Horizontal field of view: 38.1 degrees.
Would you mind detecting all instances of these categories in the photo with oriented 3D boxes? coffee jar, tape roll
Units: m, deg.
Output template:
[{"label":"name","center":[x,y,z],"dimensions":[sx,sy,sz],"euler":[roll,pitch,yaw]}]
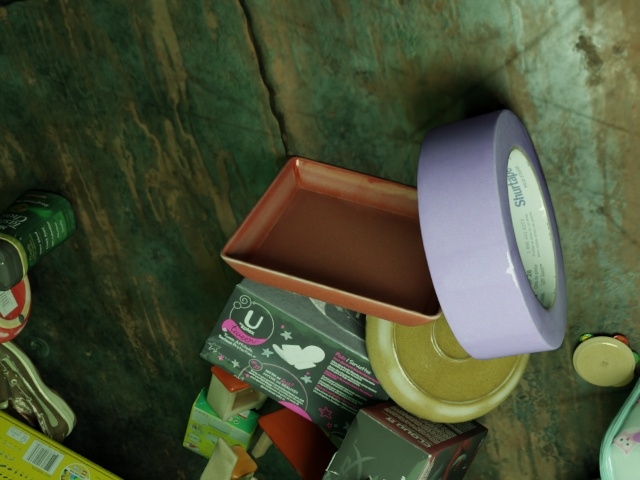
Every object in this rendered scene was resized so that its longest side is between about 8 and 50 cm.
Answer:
[{"label":"coffee jar","center":[-0.439,0.000,1.339],"dimensions":[0.096,0.184,0.079],"euler":[7,121,15]},{"label":"tape roll","center":[0.201,-0.006,1.056],"dimensions":[0.090,0.275,0.275],"euler":[-13,114,24]}]

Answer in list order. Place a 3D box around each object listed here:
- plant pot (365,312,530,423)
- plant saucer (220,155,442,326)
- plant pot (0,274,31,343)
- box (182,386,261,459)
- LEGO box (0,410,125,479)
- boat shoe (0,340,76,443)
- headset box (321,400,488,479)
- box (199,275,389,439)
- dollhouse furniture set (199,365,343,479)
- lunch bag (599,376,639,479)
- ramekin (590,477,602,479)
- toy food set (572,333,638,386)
[{"label":"plant pot","center":[0.173,0.116,1.186],"dimensions":[0.236,0.236,0.032],"euler":[46,166,-10]},{"label":"plant saucer","center":[0.041,0.003,1.127],"dimensions":[0.258,0.259,0.048],"euler":[16,124,11]},{"label":"plant pot","center":[-0.558,0.086,1.436],"dimensions":[0.174,0.191,0.191],"euler":[-12,114,15]},{"label":"box","center":[-0.161,0.310,1.485],"dimensions":[0.105,0.043,0.179],"euler":[26,141,3]},{"label":"LEGO box","center":[-0.527,0.475,1.581],"dimensions":[0.500,0.193,0.372],"euler":[29,143,2]},{"label":"boat shoe","center":[-0.527,0.253,1.571],"dimensions":[0.257,0.095,0.095],"euler":[46,123,-10]},{"label":"headset box","center":[0.089,0.326,1.209],"dimensions":[0.110,0.293,0.218],"euler":[30,98,24]},{"label":"box","center":[-0.009,0.130,1.277],"dimensions":[0.247,0.163,0.142],"euler":[31,121,0]},{"label":"dollhouse furniture set","center":[-0.050,0.261,1.329],"dimensions":[0.259,0.262,0.135],"euler":[44,127,30]},{"label":"lunch bag","center":[0.471,0.309,1.183],"dimensions":[0.107,0.224,0.279],"euler":[-7,118,45]},{"label":"ramekin","center":[0.417,0.423,1.279],"dimensions":[0.109,0.207,0.207],"euler":[-15,113,35]},{"label":"toy food set","center":[0.382,0.160,1.243],"dimensions":[0.083,0.020,0.083],"euler":[9,121,15]}]
